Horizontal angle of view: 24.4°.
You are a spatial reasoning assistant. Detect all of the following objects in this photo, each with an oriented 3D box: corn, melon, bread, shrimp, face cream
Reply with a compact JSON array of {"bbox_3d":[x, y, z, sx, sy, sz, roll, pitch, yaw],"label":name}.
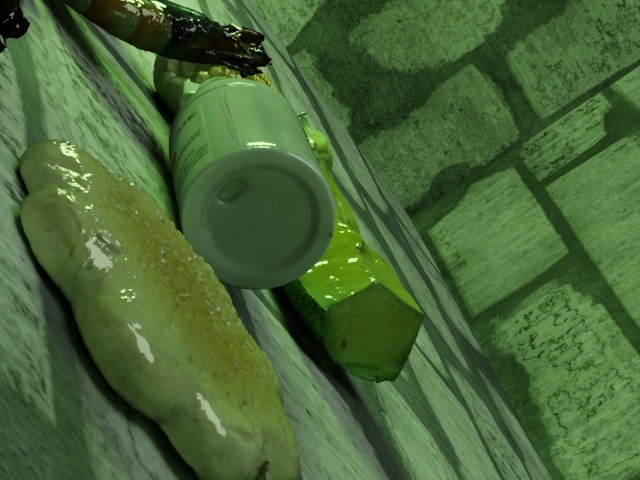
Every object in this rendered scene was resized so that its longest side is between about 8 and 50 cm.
[{"bbox_3d":[-0.105,-0.151,1.811,0.123,0.122,0.305,28,-11,30],"label":"corn"},{"bbox_3d":[0.000,0.000,1.719,0.196,0.124,0.323,48,13,-53],"label":"melon"},{"bbox_3d":[-0.109,0.055,1.068,0.316,0.054,0.316,53,8,-10],"label":"bread"},{"bbox_3d":[-0.188,-0.258,1.602,0.290,0.054,0.222,18,22,-34],"label":"shrimp"},{"bbox_3d":[-0.082,-0.091,1.509,0.145,0.145,0.369,53,8,-25],"label":"face cream"}]

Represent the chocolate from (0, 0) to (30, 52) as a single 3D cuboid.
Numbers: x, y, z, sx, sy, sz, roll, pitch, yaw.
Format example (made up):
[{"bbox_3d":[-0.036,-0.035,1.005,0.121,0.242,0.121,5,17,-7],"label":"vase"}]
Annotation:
[{"bbox_3d":[-0.238,-0.226,0.967,0.224,0.177,0.206,53,7,-9],"label":"chocolate"}]
